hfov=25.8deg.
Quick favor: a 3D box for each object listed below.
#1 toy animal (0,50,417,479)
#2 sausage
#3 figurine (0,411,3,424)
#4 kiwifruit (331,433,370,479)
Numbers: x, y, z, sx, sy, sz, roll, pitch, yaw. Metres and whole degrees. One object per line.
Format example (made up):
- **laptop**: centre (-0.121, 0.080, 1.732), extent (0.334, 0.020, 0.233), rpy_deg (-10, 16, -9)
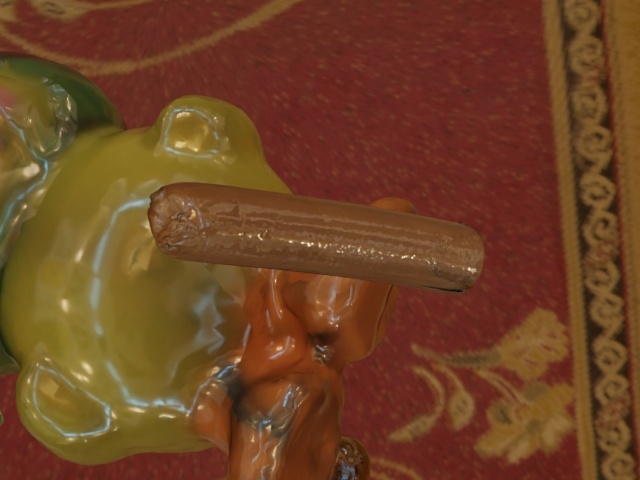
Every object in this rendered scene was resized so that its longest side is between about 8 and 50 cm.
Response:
- **toy animal**: centre (-0.116, 0.016, 0.802), extent (0.338, 0.191, 0.216), rpy_deg (22, 82, 19)
- **sausage**: centre (0.000, 0.000, 0.427), extent (0.116, 0.026, 0.026), rpy_deg (8, 100, -35)
- **figurine**: centre (-0.325, 0.101, 1.063), extent (0.126, 0.192, 0.147), rpy_deg (-23, 101, 4)
- **kiwifruit**: centre (0.003, 0.230, 1.308), extent (0.075, 0.075, 0.124), rpy_deg (14, 127, -8)
